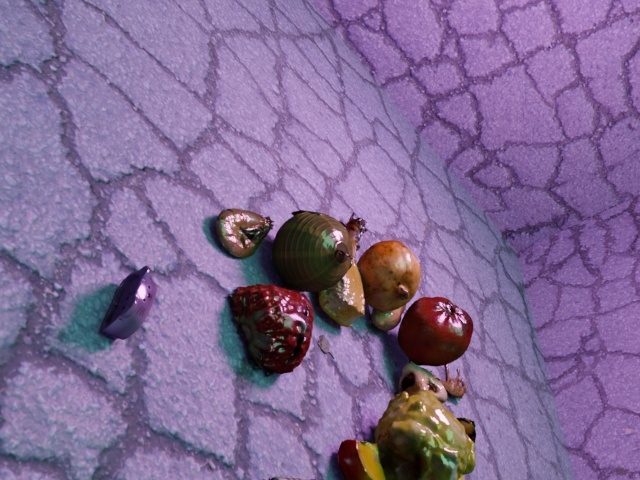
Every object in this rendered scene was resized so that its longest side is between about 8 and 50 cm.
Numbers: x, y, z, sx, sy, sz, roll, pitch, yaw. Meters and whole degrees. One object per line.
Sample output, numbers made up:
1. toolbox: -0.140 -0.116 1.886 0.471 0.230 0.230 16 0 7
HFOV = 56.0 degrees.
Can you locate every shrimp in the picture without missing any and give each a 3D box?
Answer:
1. shrimp: -0.209 -0.027 1.743 0.267 0.061 0.145 -14 85 -64
2. shrimp: 0.142 0.048 2.247 0.233 0.071 0.365 56 29 -21

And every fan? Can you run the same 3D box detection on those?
1. fan: 0.020 0.329 1.844 0.083 0.004 0.056 53 28 -13

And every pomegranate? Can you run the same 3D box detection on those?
1. pomegranate: 0.236 0.123 2.078 0.248 0.248 0.248 39 35 -34

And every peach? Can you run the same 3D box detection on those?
1. peach: 0.108 0.604 1.618 0.151 0.119 0.151 172 -90 -85

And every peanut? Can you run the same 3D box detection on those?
1. peanut: 0.250 0.260 2.193 0.103 0.098 0.229 24 27 11

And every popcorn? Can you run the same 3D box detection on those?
1. popcorn: 0.286 0.597 1.752 0.312 0.312 0.312 39 35 -34

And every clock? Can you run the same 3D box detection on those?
1. clock: -0.387 0.128 1.250 0.050 0.110 0.152 42 33 -28

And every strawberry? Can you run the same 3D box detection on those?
1. strawberry: -0.089 0.225 1.612 0.280 0.150 0.253 16 52 -51

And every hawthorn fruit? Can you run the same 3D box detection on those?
1. hawthorn fruit: 0.396 0.349 2.156 0.254 0.300 0.254 15 36 -11

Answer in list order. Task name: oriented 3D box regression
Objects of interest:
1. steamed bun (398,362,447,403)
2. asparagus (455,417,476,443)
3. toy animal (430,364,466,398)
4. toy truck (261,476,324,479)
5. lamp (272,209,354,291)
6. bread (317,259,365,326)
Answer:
1. steamed bun: 0.335 0.500 2.066 0.172 0.141 0.155 20 43 -46
2. asparagus: 0.439 0.708 2.067 0.382 0.108 0.128 0 100 -58
3. toy animal: 0.509 0.565 2.381 0.276 0.054 0.149 -1 62 -58
4. toy truck: -0.065 0.580 1.383 0.202 0.088 0.074 28 41 -46
5. lamp: -0.007 0.030 1.779 0.250 0.284 0.250 -1 91 -42
6. bread: 0.066 0.153 1.961 0.174 0.121 0.245 48 25 -41
